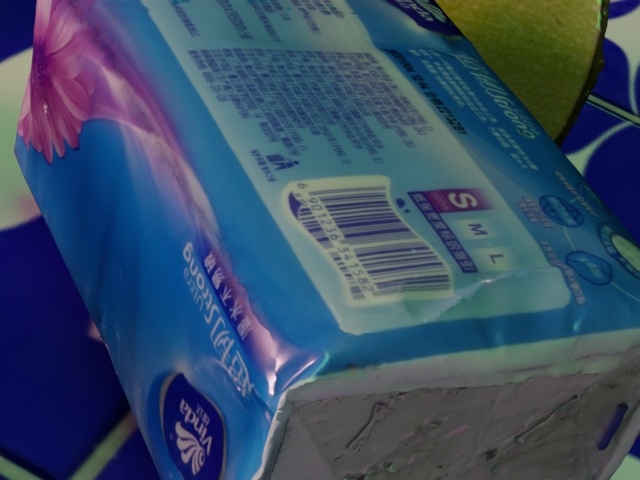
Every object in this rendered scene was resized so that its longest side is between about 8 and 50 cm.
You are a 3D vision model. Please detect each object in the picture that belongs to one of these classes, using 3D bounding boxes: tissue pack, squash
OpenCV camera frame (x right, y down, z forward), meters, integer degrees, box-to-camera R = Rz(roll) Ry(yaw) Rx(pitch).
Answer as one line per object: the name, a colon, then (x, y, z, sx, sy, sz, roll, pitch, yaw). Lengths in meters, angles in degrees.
tissue pack: (0.000, 0.000, 0.601, 0.198, 0.146, 0.263, -5, 44, -31)
squash: (0.024, -0.128, 0.783, 0.247, 0.132, 0.132, 10, 39, -15)
